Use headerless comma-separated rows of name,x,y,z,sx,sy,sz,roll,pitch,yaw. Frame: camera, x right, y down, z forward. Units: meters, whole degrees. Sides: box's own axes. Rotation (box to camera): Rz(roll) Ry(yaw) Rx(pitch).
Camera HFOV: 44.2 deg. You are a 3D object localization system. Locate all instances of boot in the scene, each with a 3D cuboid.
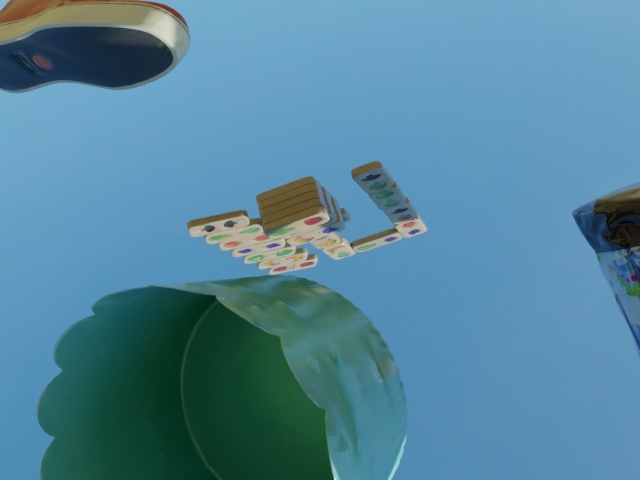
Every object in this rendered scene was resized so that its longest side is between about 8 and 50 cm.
boot,-0.204,-0.230,0.732,0.244,0.088,0.176,4,-120,30

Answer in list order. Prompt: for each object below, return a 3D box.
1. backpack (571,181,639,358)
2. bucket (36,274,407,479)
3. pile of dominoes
backpack,0.455,0.097,0.778,0.290,0.355,0.273,-16,-173,2
bucket,-0.070,0.158,0.648,0.281,0.281,0.183,9,-171,24
pile of dominoes,0.000,0.000,0.816,0.196,0.251,0.040,-19,-109,13
